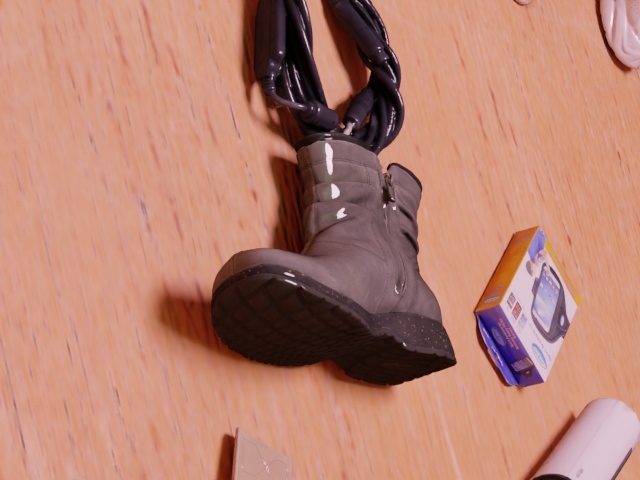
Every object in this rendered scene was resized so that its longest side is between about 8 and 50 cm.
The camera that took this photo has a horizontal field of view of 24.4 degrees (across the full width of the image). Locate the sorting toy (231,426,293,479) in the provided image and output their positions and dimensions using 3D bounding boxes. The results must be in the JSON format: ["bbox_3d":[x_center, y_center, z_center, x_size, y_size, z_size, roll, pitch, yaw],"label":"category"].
[{"bbox_3d":[-0.038,0.161,0.894,0.062,0.012,0.083,41,41,-43],"label":"sorting toy"}]

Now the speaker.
[{"bbox_3d":[0.213,0.179,1.196,0.136,0.055,0.055,-37,105,-55],"label":"speaker"}]

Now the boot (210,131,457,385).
[{"bbox_3d":[0.000,0.000,0.980,0.246,0.083,0.161,23,50,-55],"label":"boot"}]

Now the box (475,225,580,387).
[{"bbox_3d":[0.170,0.057,1.217,0.081,0.028,0.136,58,35,-19],"label":"box"}]

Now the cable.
[{"bbox_3d":[0.012,-0.147,1.075,0.150,0.047,0.184,27,52,-43],"label":"cable"}]

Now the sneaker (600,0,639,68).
[{"bbox_3d":[0.336,-0.303,1.533,0.090,0.115,0.232,-18,90,-56],"label":"sneaker"}]

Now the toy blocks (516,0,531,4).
[{"bbox_3d":[0.219,-0.278,1.334,0.123,0.148,0.054,31,52,-42],"label":"toy blocks"}]
